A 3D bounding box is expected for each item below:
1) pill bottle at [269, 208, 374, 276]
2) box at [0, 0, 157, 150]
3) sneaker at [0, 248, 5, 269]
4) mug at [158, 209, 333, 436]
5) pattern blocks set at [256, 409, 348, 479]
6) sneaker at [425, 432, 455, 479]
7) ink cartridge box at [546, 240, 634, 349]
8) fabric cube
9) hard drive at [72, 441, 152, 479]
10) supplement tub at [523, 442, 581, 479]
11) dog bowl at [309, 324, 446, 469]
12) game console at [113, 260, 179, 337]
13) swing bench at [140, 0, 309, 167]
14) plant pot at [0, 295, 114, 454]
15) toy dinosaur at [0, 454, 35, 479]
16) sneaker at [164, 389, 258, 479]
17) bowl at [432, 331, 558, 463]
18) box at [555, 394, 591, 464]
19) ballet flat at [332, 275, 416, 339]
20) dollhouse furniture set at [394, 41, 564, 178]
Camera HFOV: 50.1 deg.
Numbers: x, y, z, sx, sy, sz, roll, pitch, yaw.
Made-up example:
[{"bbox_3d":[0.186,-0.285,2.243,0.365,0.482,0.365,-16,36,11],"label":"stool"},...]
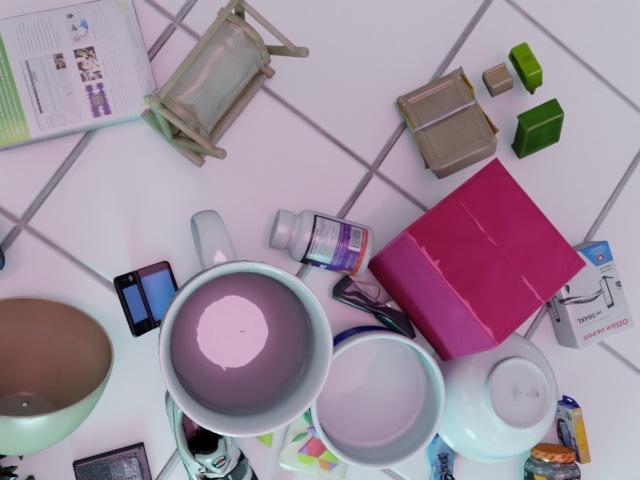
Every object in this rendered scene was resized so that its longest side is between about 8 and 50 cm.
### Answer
[{"bbox_3d":[0.000,0.000,1.371,0.193,0.108,0.108,16,85,-11],"label":"pill bottle"},{"bbox_3d":[-0.486,-0.319,1.302,0.322,0.058,0.232,-16,92,-13],"label":"box"},{"bbox_3d":[-0.741,0.038,1.224,0.340,0.125,0.140,-17,65,-9],"label":"sneaker"},{"bbox_3d":[-0.160,0.127,1.221,0.276,0.328,0.374,-16,92,-12],"label":"mug"},{"bbox_3d":[0.005,0.393,1.404,0.285,0.026,0.325,4,88,-12],"label":"pattern blocks set"},{"bbox_3d":[0.261,0.483,1.432,0.063,0.073,0.162,0,85,-12],"label":"sneaker"},{"bbox_3d":[0.578,0.118,1.504,0.148,0.086,0.203,-20,92,-12],"label":"ink cartridge box"},{"bbox_3d":[0.288,0.045,1.323,0.259,0.254,0.258,-37,84,-19],"label":"fabric cube"},{"bbox_3d":[-0.398,0.453,1.316,0.135,0.022,0.094,-13,91,-12],"label":"hard drive"},{"bbox_3d":[0.492,0.538,1.459,0.117,0.117,0.190,3,87,-12],"label":"supplement tub"},{"bbox_3d":[0.105,0.303,1.348,0.264,0.104,0.265,0,93,-9],"label":"dog bowl"},{"bbox_3d":[-0.327,0.111,1.318,0.071,0.107,0.122,-18,92,16],"label":"game console"},{"bbox_3d":[-0.189,-0.285,1.257,0.165,0.254,0.253,39,81,-18],"label":"swing bench"},{"bbox_3d":[-0.518,0.261,1.194,0.284,0.284,0.191,13,121,-12],"label":"plant pot"},{"bbox_3d":[-0.596,0.476,1.217,0.322,0.164,0.218,8,104,-33],"label":"toy dinosaur"},{"bbox_3d":[-0.202,0.426,1.300,0.122,0.146,0.331,-29,96,-13],"label":"sneaker"},{"bbox_3d":[0.376,0.313,1.409,0.297,0.134,0.298,3,79,-14],"label":"bowl"},{"bbox_3d":[0.544,0.408,1.492,0.028,0.081,0.136,-13,91,-12],"label":"box"},{"bbox_3d":[0.122,0.132,1.415,0.203,0.074,0.074,29,83,-8],"label":"ballet flat"},{"bbox_3d":[0.337,-0.259,1.474,0.301,0.151,0.198,-24,73,5],"label":"dollhouse furniture set"}]
